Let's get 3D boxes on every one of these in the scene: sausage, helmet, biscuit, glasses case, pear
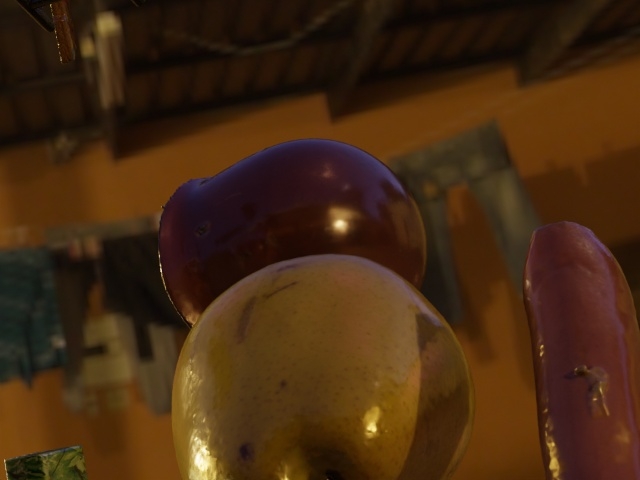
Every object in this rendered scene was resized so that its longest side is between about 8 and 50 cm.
[{"bbox_3d":[0.209,0.159,1.298,0.094,0.419,0.094,12,-40,-17],"label":"sausage"},{"bbox_3d":[0.000,0.000,2.197,0.230,0.337,0.385,-37,-18,27],"label":"helmet"},{"bbox_3d":[-0.296,-0.254,2.006,0.019,0.130,0.119,-10,-29,-3],"label":"biscuit"},{"bbox_3d":[-0.308,0.384,2.063,0.062,0.272,0.095,-11,-4,24],"label":"glasses case"},{"bbox_3d":[-0.002,0.166,1.548,0.285,0.336,0.285,6,-49,6],"label":"pear"}]

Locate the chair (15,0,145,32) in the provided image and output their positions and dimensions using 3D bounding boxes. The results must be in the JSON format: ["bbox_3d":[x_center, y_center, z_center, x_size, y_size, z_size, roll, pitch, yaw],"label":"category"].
[{"bbox_3d":[-0.282,-0.344,1.705,0.141,0.154,0.260,-12,-37,28],"label":"chair"}]
